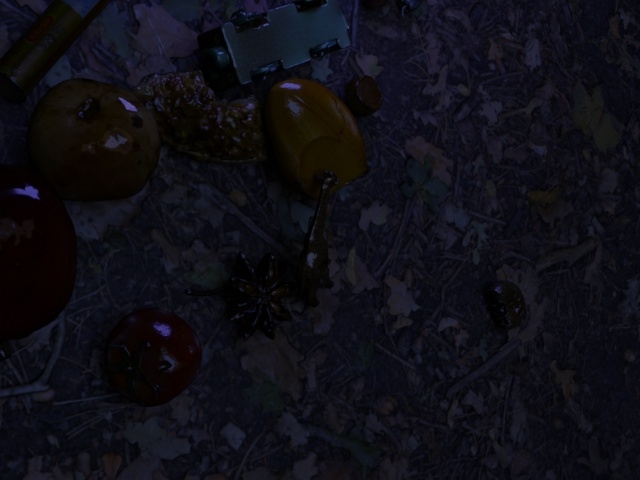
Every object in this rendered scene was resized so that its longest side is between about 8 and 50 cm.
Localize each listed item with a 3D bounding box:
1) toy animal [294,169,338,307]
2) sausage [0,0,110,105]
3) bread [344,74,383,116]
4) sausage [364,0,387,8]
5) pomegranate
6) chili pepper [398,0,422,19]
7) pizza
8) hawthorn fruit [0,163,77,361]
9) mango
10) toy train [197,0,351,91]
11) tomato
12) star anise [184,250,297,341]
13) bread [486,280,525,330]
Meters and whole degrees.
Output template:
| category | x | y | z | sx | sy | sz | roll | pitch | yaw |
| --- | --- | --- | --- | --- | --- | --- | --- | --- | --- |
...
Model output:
| category | x | y | z | sx | sy | sz | roll | pitch | yaw |
| --- | --- | --- | --- | --- | --- | --- | --- | --- | --- |
| toy animal | -0.004 | 0.004 | 1.739 | 0.149 | 0.054 | 0.275 | -47 | 145 | -48 |
| sausage | -0.425 | -0.390 | 1.570 | 0.082 | 0.082 | 0.371 | 43 | 64 | -22 |
| bread | 0.087 | -0.298 | 1.905 | 0.085 | 0.053 | 0.085 | 15 | 66 | -37 |
| sausage | 0.143 | -0.557 | 1.962 | 0.062 | 0.062 | 0.154 | 48 | 62 | -19 |
| pomegranate | -0.373 | -0.155 | 1.508 | 0.215 | 0.215 | 0.215 | 4 | 83 | -33 |
| chili pepper | 0.211 | -0.550 | 2.019 | 0.153 | 0.041 | 0.050 | -58 | 156 | -24 |
| pizza | -0.205 | -0.210 | 1.642 | 0.305 | 0.161 | 0.085 | 23 | 36 | -38 |
| hawthorn fruit | -0.495 | 0.033 | 1.381 | 0.265 | 0.265 | 0.307 | -19 | 109 | -33 |
| mango | -0.021 | -0.209 | 1.737 | 0.187 | 0.138 | 0.257 | -44 | 133 | -19 |
| toy train | -0.096 | -0.376 | 1.735 | 0.326 | 0.159 | 0.129 | -28 | 103 | -35 |
| tomato | -0.284 | 0.196 | 1.560 | 0.167 | 0.167 | 0.167 | 4 | 83 | -33 |
| star anise | -0.134 | 0.085 | 1.701 | 0.234 | 0.073 | 0.177 | 47 | 62 | -40 |
| bread | 0.418 | 0.143 | 2.067 | 0.082 | 0.060 | 0.113 | -20 | 98 | -32 |
